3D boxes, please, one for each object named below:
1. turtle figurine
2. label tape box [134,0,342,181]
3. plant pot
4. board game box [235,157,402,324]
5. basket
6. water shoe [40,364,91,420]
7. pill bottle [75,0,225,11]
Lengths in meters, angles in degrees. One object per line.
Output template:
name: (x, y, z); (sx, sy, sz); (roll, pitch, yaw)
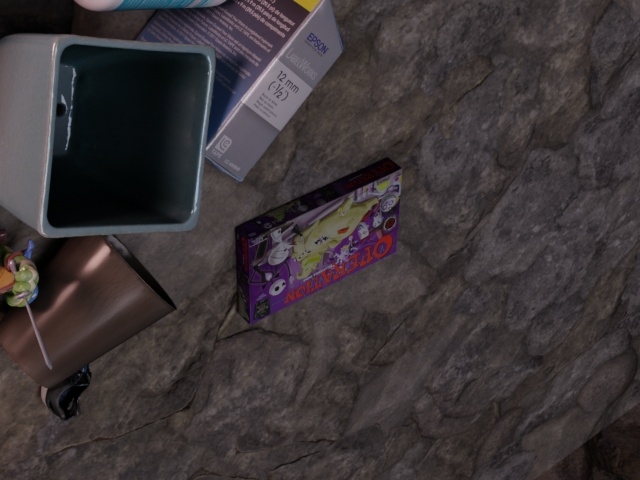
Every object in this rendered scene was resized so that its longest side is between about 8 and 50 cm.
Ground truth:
turtle figurine: (-0.494, 0.072, 1.774); (0.266, 0.198, 0.275); (38, 59, -39)
label tape box: (-0.102, -0.294, 1.832); (0.348, 0.249, 0.115); (-50, 143, 2)
plant pot: (-0.322, -0.154, 1.710); (0.247, 0.252, 0.248); (-4, 105, -44)
board game box: (0.000, 0.000, 2.364); (0.347, 0.056, 0.208); (-26, 142, -28)
basket: (-0.371, 0.107, 1.993); (0.227, 0.154, 0.204); (-42, 110, -1)
water shoe: (-0.393, 0.200, 2.109); (0.073, 0.080, 0.203); (-6, 125, -43)
pill bottle: (-0.242, -0.376, 1.705); (0.264, 0.146, 0.146); (-12, 129, -40)
